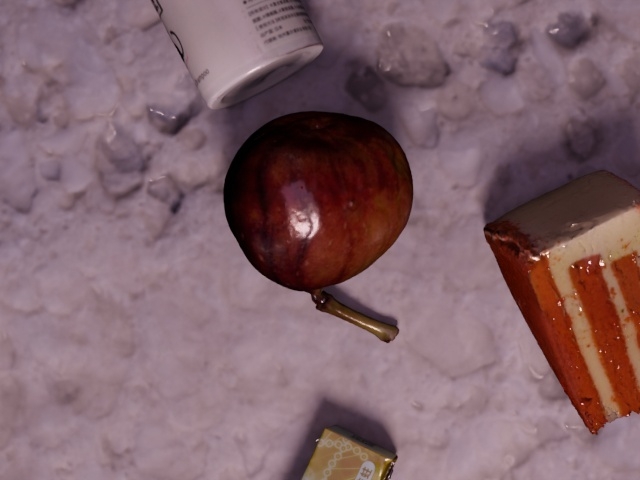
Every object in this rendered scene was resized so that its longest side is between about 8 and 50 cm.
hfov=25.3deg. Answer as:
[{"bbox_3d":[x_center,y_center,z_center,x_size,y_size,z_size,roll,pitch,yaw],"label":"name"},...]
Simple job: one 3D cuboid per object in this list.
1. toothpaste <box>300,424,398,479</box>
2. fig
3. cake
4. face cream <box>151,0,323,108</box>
[{"bbox_3d":[-0.020,0.358,1.545,0.089,0.071,0.312,25,90,8],"label":"toothpaste"},{"bbox_3d":[-0.011,-0.012,1.515,0.186,0.204,0.249,33,129,34],"label":"fig"},{"bbox_3d":[0.300,0.064,1.488,0.158,0.159,0.262,-28,88,-1],"label":"cake"},{"bbox_3d":[-0.145,-0.334,1.537,0.145,0.145,0.369,-29,86,2],"label":"face cream"}]
